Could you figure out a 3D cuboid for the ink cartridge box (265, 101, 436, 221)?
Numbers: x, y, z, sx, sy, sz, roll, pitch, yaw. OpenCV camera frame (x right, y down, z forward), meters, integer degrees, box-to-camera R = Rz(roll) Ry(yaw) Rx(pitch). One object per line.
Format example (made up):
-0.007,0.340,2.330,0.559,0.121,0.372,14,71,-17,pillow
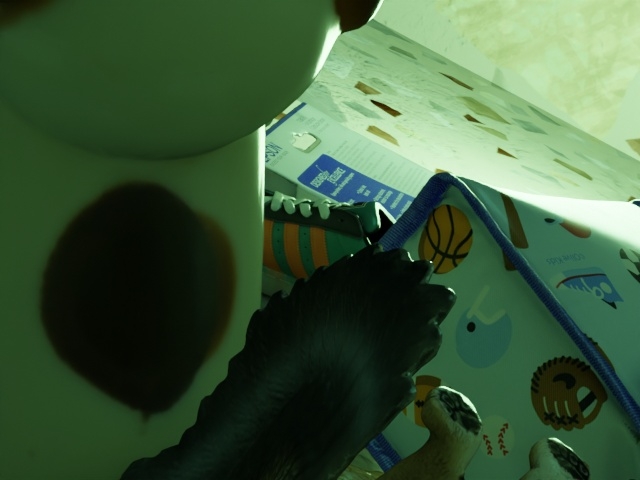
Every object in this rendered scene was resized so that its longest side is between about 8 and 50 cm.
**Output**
0.072,-0.034,1.682,0.307,0.072,0.303,25,19,5,ink cartridge box

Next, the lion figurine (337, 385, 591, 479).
0.055,0.234,0.704,0.142,0.240,0.392,24,27,-33,lion figurine

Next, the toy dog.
-0.134,-0.047,0.788,0.285,0.407,0.395,6,32,-23,toy dog

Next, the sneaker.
0.000,0.000,1.390,0.302,0.121,0.108,30,18,12,sneaker

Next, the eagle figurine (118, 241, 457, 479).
-0.051,0.163,0.600,0.225,0.298,0.226,-106,173,-54,eagle figurine

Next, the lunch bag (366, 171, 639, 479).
0.228,0.146,1.134,0.328,0.239,0.385,4,44,-50,lunch bag
